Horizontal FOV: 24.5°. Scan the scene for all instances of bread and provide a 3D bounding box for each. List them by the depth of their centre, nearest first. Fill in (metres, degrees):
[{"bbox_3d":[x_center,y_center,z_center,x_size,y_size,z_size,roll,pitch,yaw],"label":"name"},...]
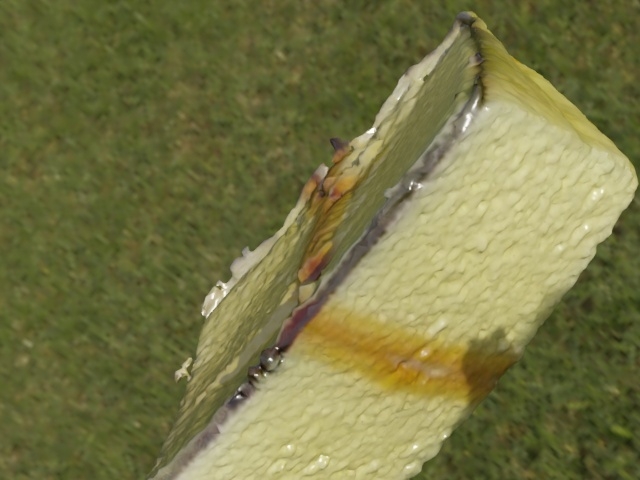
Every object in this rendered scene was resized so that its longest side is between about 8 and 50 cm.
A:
[{"bbox_3d":[0.000,0.000,0.680,0.240,0.135,0.178,-51,44,16],"label":"bread"}]
